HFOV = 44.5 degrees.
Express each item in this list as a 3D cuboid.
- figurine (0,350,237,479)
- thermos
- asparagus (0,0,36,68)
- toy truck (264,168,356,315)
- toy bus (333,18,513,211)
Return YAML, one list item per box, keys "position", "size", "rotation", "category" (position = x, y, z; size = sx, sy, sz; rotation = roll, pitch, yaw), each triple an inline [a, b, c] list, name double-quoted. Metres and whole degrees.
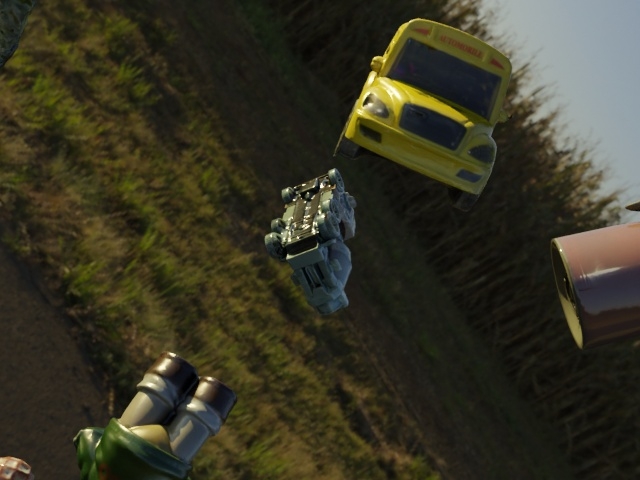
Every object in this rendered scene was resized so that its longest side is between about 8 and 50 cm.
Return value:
- position: [-0.228, 0.298, 0.827]
  size: [0.281, 0.370, 0.167]
  rotation: [33, -22, 2]
  category: "figurine"
- position: [0.433, 0.023, 0.976]
  size: [0.146, 0.264, 0.177]
  rotation: [15, 59, -80]
  category: "thermos"
- position: [-0.597, -0.267, 1.239]
  size: [0.108, 0.381, 0.128]
  rotation: [52, 22, -17]
  category: "asparagus"
- position: [0.000, 0.000, 1.243]
  size: [0.140, 0.108, 0.257]
  rotation: [61, 18, -23]
  category: "toy truck"
- position: [0.114, -0.149, 0.829]
  size: [0.144, 0.152, 0.330]
  rotation: [24, 17, -2]
  category: "toy bus"
